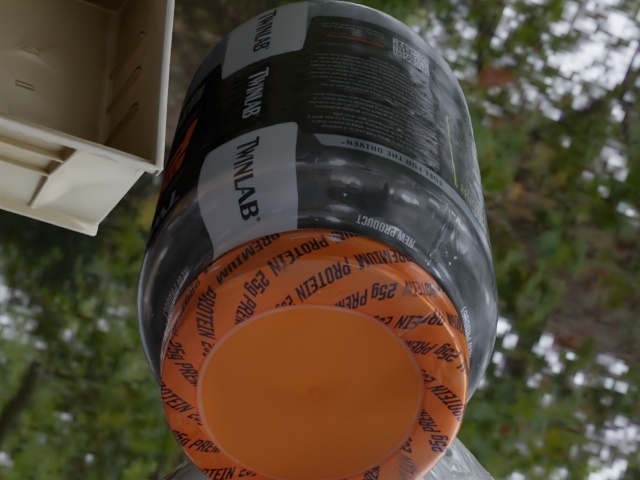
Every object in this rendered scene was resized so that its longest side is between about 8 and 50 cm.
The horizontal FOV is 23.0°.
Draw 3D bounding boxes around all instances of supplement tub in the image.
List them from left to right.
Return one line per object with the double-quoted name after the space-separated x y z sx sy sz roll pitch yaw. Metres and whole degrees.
0.000 0.000 0.965 0.338 0.207 0.207 -87 -157 -63 "supplement tub"

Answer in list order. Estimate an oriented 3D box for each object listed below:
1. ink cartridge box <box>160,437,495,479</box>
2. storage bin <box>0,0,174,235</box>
-0.015 0.269 1.496 0.306 0.226 0.131 -40 -176 29 "ink cartridge box"
-0.265 -0.172 1.301 0.123 0.260 0.262 -43 -143 47 "storage bin"
